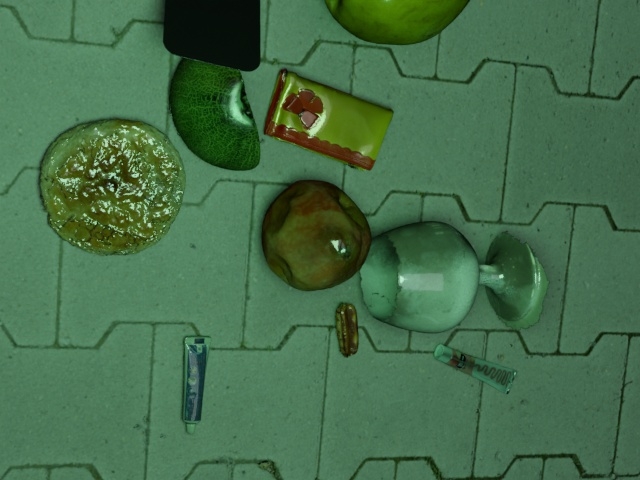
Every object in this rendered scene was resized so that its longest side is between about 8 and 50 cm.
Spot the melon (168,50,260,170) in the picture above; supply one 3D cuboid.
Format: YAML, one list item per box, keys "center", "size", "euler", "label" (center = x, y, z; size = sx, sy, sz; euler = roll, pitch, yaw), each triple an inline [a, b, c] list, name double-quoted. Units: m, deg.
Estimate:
- center: [-0.199, -0.237, 1.876]
  size: [0.129, 0.169, 0.265]
  euler: [-19, 103, -14]
  label: "melon"

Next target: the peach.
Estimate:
- center: [0.000, 0.000, 1.947]
  size: [0.214, 0.235, 0.214]
  euler: [-6, 110, -17]
  label: "peach"

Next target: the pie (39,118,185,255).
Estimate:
- center: [-0.386, -0.101, 1.899]
  size: [0.274, 0.055, 0.274]
  euler: [-2, 101, -13]
  label: "pie"

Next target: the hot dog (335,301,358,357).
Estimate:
- center: [0.053, 0.183, 2.098]
  size: [0.049, 0.037, 0.122]
  euler: [-10, 107, -28]
  label: "hot dog"

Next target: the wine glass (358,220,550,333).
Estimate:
- center: [0.256, 0.077, 2.044]
  size: [0.322, 0.238, 0.238]
  euler: [-2, 99, -22]
  label: "wine glass"

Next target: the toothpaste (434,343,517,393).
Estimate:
- center: [0.335, 0.274, 2.203]
  size: [0.205, 0.036, 0.056]
  euler: [24, 89, -24]
  label: "toothpaste"

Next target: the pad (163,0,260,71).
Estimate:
- center: [-0.194, -0.423, 1.851]
  size: [0.181, 0.004, 0.267]
  euler: [10, 58, -18]
  label: "pad"

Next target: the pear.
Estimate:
- center: [0.154, -0.496, 1.916]
  size: [0.307, 0.253, 0.253]
  euler: [-20, 104, -26]
  label: "pear"

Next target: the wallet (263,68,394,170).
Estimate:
- center: [0.016, -0.231, 2.002]
  size: [0.241, 0.067, 0.141]
  euler: [17, 95, -20]
  label: "wallet"

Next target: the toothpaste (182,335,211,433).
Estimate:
- center: [-0.249, 0.285, 2.014]
  size: [0.057, 0.034, 0.197]
  euler: [2, 95, -27]
  label: "toothpaste"
